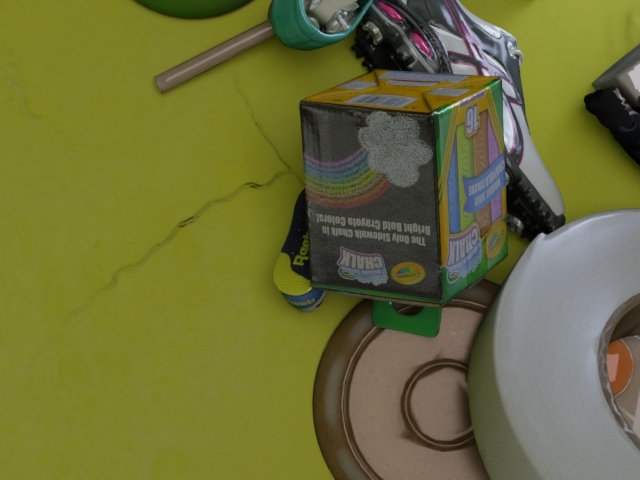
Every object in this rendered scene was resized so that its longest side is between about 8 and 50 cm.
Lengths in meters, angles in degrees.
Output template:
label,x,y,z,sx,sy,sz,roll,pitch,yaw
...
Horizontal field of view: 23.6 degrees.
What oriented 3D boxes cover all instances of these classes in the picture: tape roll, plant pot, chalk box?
label,x,y,z,sx,sy,sz,roll,pitch,yaw
tape roll,0.314,0.142,1.285,0.392,0.072,0.392,10,52,-13
plant pot,0.110,0.144,1.348,0.236,0.032,0.236,0,82,2
chalk box,0.074,-0.026,1.297,0.132,0.132,0.213,8,113,30

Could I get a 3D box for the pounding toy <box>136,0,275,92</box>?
label,x,y,z,sx,sy,sz,roll,pitch,yaw
pounding toy,-0.103,-0.274,1.361,0.183,0.110,0.237,-20,84,-10

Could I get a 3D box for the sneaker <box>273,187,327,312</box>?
label,x,y,z,sx,sy,sz,roll,pitch,yaw
sneaker,0.000,0.000,1.367,0.053,0.059,0.144,14,60,23

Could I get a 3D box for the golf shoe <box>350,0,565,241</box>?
label,x,y,z,sx,sy,sz,roll,pitch,yaw
golf shoe,0.150,-0.126,1.379,0.120,0.105,0.273,-36,88,-18

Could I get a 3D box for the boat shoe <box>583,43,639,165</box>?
label,x,y,z,sx,sy,sz,roll,pitch,yaw
boat shoe,0.415,-0.173,1.421,0.340,0.127,0.158,-38,96,-4

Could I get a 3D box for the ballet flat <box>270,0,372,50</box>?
label,x,y,z,sx,sy,sz,roll,pitch,yaw
ballet flat,0.050,-0.265,1.329,0.083,0.087,0.247,36,86,-27

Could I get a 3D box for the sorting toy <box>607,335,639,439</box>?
label,x,y,z,sx,sy,sz,roll,pitch,yaw
sorting toy,0.281,0.163,1.383,0.193,0.038,0.208,20,79,-4
